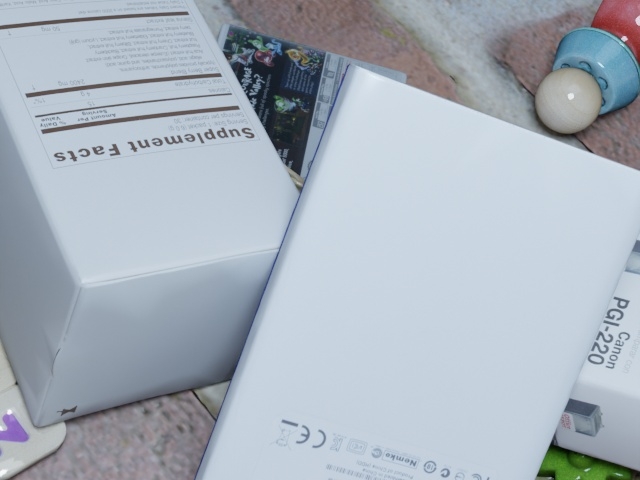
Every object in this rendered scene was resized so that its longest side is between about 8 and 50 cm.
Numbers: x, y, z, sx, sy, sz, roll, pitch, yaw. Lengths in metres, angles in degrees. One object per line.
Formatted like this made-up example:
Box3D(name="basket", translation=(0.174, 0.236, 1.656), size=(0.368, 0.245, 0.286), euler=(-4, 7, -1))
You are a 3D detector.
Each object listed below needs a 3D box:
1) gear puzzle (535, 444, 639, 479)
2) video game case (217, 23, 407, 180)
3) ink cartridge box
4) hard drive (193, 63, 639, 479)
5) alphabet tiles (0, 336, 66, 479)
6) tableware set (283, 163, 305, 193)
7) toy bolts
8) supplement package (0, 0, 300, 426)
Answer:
Box3D(name="gear puzzle", translation=(0.224, 0.177, 0.866), size=(0.176, 0.044, 0.339), euler=(8, 49, 21))
Box3D(name="video game case", translation=(-0.020, -0.094, 1.045), size=(0.173, 0.022, 0.190), euler=(15, 54, -5))
Box3D(name="ink cartridge box", translation=(0.181, 0.064, 0.900), size=(0.218, 0.092, 0.158), euler=(16, 50, 22))
Box3D(name="hard drive", translation=(0.060, 0.073, 0.781), size=(0.210, 0.318, 0.040), euler=(18, 9, -14))
Box3D(name="alphabet tiles", translation=(-0.325, 0.135, 0.795), size=(0.278, 0.021, 0.284), euler=(-29, 67, -33))
Box3D(name="tableware set", translation=(0.000, 0.000, 0.901), size=(0.141, 0.169, 0.020), euler=(33, 69, -8))
Box3D(name="toy bolts", translation=(0.305, -0.140, 1.073), size=(0.228, 0.218, 0.158), euler=(28, 57, 28))
Box3D(name="supplement package", translation=(-0.156, -0.049, 0.869), size=(0.175, 0.177, 0.293), euler=(-11, 59, -31))
